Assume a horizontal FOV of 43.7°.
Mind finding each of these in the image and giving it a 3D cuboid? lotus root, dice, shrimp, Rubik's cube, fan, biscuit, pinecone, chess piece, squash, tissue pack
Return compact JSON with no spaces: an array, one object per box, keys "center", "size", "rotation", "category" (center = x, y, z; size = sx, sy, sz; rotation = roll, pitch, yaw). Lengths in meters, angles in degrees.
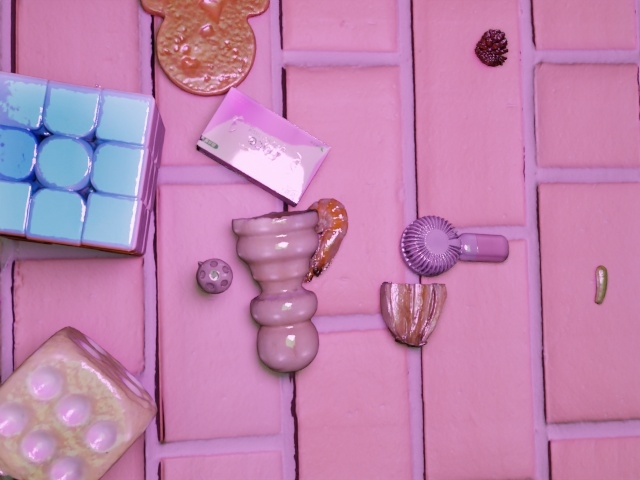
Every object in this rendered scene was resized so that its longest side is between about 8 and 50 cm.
[{"center":[0.190,0.155,1.718],"size":[0.143,0.070,0.144],"rotation":[10,82,-13],"category":"lotus root"},{"center":[-0.481,0.334,1.529],"size":[0.252,0.250,0.254],"rotation":[42,83,-3],"category":"dice"},{"center":[0.000,0.000,1.718],"size":[0.101,0.042,0.190],"rotation":[16,85,14],"category":"shrimp"},{"center":[-0.470,-0.132,1.537],"size":[0.292,0.291,0.290],"rotation":[9,86,-8],"category":"Rubik's cube"},{"center":[0.295,0.015,1.742],"size":[0.244,0.074,0.130],"rotation":[4,75,-12],"category":"fan"},{"center":[-0.243,-0.483,1.705],"size":[0.275,0.052,0.355],"rotation":[-4,88,-7],"category":"biscuit"},{"center":[0.382,-0.428,1.771],"size":[0.077,0.077,0.083],"rotation":[19,85,-6],"category":"pinecone"},{"center":[-0.076,0.106,1.644],"size":[0.182,0.182,0.330],"rotation":[-7,94,-8],"category":"chess piece"},{"center":[0.633,0.100,1.801],"size":[0.027,0.027,0.089],"rotation":[2,88,-7],"category":"squash"},{"center":[-0.120,-0.196,1.684],"size":[0.246,0.092,0.148],"rotation":[31,82,-4],"category":"tissue pack"}]

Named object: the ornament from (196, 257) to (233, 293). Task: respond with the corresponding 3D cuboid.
[{"center":[-0.220,0.072,1.624],"size":[0.081,0.156,0.075],"rotation":[44,82,-4],"category":"ornament"}]
